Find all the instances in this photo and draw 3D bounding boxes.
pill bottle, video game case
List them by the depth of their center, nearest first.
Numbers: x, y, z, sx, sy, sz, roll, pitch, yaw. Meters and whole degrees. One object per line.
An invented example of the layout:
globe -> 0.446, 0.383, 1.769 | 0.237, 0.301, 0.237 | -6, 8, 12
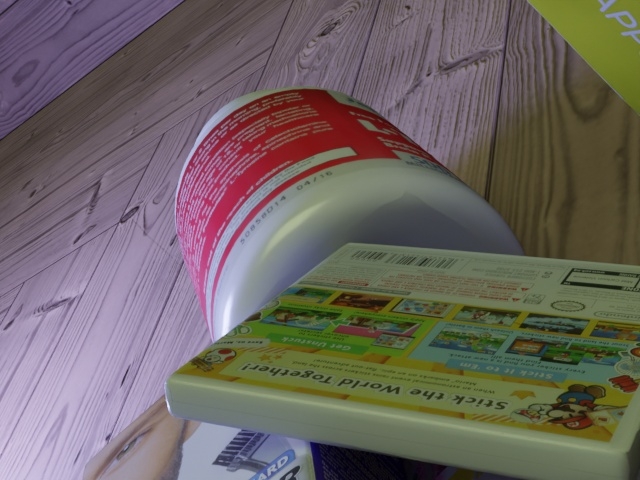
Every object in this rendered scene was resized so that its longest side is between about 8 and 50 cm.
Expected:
video game case -> 0.069, 0.053, 0.571 | 0.227, 0.026, 0.206 | 5, 21, 28
pill bottle -> 0.000, 0.000, 0.922 | 0.229, 0.229, 0.408 | -43, 24, 4

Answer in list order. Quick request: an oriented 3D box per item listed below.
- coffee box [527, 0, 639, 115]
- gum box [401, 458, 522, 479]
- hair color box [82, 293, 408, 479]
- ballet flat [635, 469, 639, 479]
coffee box -> 0.343, -0.189, 0.512 | 0.338, 0.337, 0.334 | 4, 61, 59
gum box -> 0.083, 0.170, 0.668 | 0.188, 0.107, 0.062 | -45, 23, 0
hair color box -> -0.044, 0.176, 0.569 | 0.185, 0.110, 0.339 | -41, 15, 8
ballet flat -> 0.235, 0.068, 0.582 | 0.241, 0.091, 0.077 | -29, 57, 9
